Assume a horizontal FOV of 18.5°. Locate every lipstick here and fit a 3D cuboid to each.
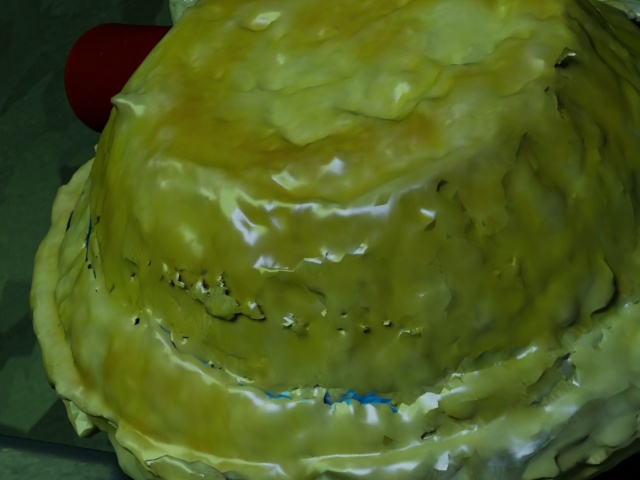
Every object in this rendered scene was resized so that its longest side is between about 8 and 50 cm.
[{"bbox_3d":[-0.074,-0.104,1.274,0.241,0.080,0.080,5,64,50],"label":"lipstick"}]

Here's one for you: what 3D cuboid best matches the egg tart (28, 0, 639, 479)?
[{"bbox_3d":[0.026,-0.027,0.952,0.388,0.169,0.388,-11,42,10],"label":"egg tart"}]

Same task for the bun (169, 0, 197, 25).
[{"bbox_3d":[-0.074,-0.173,1.353,0.086,0.055,0.086,-30,41,29],"label":"bun"}]

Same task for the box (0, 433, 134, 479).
[{"bbox_3d":[-0.198,0.217,1.094,0.160,0.050,0.230,8,60,13],"label":"box"}]
